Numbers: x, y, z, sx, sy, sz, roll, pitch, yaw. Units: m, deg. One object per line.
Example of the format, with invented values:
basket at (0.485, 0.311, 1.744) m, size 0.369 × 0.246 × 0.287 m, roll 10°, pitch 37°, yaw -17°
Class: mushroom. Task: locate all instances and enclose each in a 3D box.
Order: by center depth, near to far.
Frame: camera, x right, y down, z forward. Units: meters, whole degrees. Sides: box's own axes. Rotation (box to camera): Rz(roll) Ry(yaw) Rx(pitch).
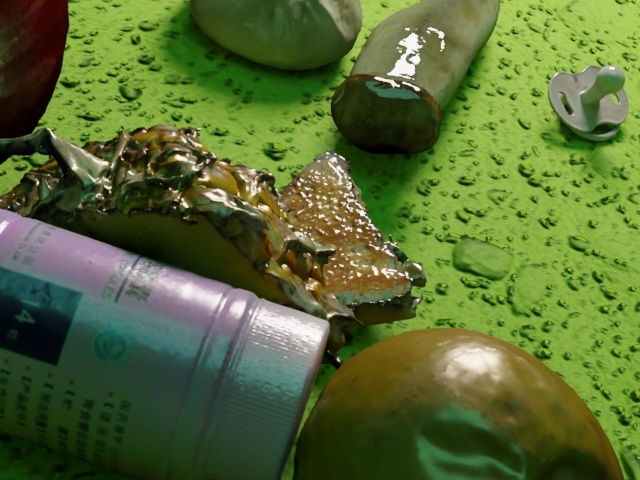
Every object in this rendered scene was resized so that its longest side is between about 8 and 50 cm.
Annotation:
mushroom at (0.099, -0.183, 1.450) m, size 0.107 × 0.087 × 0.333 m, roll 26°, pitch 39°, yaw 4°

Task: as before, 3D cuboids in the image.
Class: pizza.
pizza at (0.000, 0.000, 1.243) m, size 0.185 × 0.052 × 0.195 m, roll 8°, pitch 46°, yaw 1°

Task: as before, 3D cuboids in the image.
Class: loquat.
loquat at (0.081, 0.172, 0.967) m, size 0.244 × 0.243 × 0.243 m, roll 9°, pitch 42°, yaw -8°

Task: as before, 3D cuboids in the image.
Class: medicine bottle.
medicine bottle at (-0.134, 0.086, 1.030) m, size 0.254 × 0.152 × 0.152 m, roll 18°, pitch 42°, yaw 2°

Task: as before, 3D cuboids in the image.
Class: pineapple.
pineapple at (-0.121, -0.036, 1.127) m, size 0.335 × 0.158 × 0.161 m, roll 14°, pitch 58°, yaw 13°

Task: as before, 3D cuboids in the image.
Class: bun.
bun at (-0.040, -0.255, 1.467) m, size 0.183 × 0.102 × 0.183 m, roll 11°, pitch 40°, yaw -9°

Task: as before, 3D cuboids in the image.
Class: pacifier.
pacifier at (0.281, -0.146, 1.474) m, size 0.099 × 0.078 × 0.081 m, roll -16°, pitch 72°, yaw -32°

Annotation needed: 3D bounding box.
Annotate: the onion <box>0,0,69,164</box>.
onion at (-0.362, -0.204, 1.163) m, size 0.341 × 0.341 × 0.341 m, roll 9°, pitch 42°, yaw -8°
